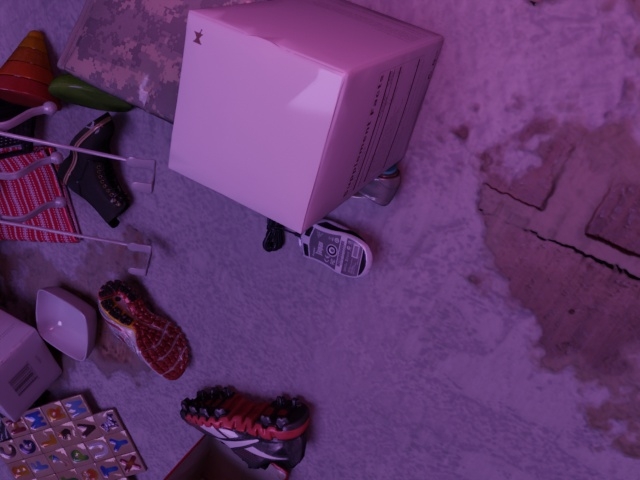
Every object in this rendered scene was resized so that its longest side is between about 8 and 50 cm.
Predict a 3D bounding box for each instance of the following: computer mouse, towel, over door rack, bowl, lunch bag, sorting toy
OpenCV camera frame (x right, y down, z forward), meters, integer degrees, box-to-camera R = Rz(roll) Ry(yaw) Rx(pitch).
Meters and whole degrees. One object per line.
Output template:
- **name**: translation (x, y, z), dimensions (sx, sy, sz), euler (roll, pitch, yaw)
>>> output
- **computer mouse**: translation (0.000, 0.000, 0.945), dimensions (0.193, 0.042, 0.106), euler (24, 117, 24)
- **towel**: translation (-0.606, -0.087, 1.247), dimensions (0.275, 0.031, 0.198), euler (2, 114, 28)
- **over door rack**: translation (-0.413, -0.093, 1.021), dimensions (0.324, 0.108, 0.239), euler (20, 139, 0)
- **bowl**: translation (-0.523, 0.168, 1.305), dimensions (0.142, 0.053, 0.142), euler (26, 122, 17)
- **lunch bag**: translation (-0.161, -0.294, 0.813), dimensions (0.235, 0.169, 0.286), euler (26, 95, 13)
- **sorting toy**: translation (-0.380, -0.283, 1.008), dimensions (0.366, 0.127, 0.126), euler (6, 85, 24)

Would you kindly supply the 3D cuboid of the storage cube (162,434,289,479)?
- **storage cube**: translation (-0.200, 0.515, 1.192), dimensions (0.184, 0.215, 0.193), euler (28, 129, 15)

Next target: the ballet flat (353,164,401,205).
- **ballet flat**: translation (0.009, -0.107, 0.872), dimensions (0.213, 0.072, 0.068), euler (26, 128, 16)

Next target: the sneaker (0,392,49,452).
- **sneaker**: translation (-0.704, 0.422, 1.496), dimensions (0.130, 0.109, 0.286), euler (-10, 109, 25)

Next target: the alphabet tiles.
- **alphabet tiles**: translation (-0.584, 0.504, 1.453), dimensions (0.343, 0.011, 0.285), euler (-19, 103, 15)

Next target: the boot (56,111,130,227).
- **boot**: translation (-0.366, -0.119, 1.081), dimensions (0.137, 0.077, 0.198), euler (48, 139, -4)

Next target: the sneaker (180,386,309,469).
- **sneaker**: translation (-0.141, 0.351, 1.148), dimensions (0.276, 0.098, 0.135), euler (1, 110, 27)

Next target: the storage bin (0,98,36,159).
- **storage bin**: translation (-0.612, -0.227, 1.119), dimensions (0.180, 0.122, 0.084), euler (35, 124, 20)

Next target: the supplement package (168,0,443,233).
- **supplement package**: translation (-0.007, -0.163, 0.716), dimensions (0.178, 0.293, 0.175), euler (27, 122, 17)

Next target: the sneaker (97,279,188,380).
- **sneaker**: translation (-0.340, 0.174, 1.200), dimensions (0.225, 0.088, 0.093), euler (51, 146, 0)

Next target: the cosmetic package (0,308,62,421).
- **cosmetic package**: translation (-0.787, 0.225, 1.384), dimensions (0.366, 0.155, 0.197), euler (24, 144, 18)
